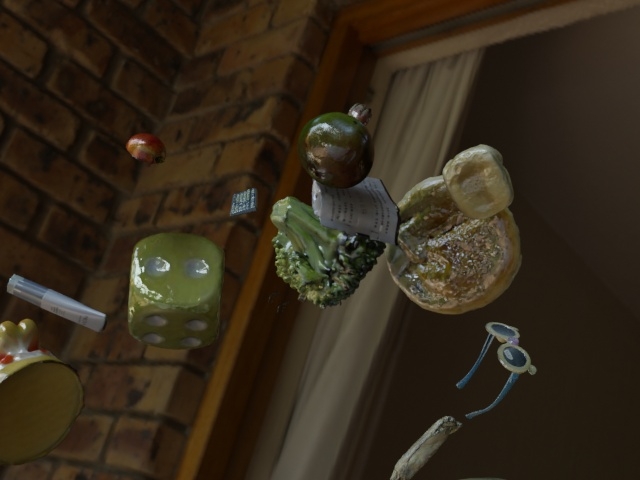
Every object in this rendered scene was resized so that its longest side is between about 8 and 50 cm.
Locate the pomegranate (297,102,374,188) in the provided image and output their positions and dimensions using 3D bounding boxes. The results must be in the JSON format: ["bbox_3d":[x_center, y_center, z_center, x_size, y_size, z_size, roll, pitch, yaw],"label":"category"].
[{"bbox_3d":[0.049,-0.221,1.960,0.180,0.209,0.180,29,-24,15],"label":"pomegranate"}]

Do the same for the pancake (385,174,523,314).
[{"bbox_3d":[0.332,0.012,2.269,0.387,0.386,0.082,2,5,32],"label":"pancake"}]

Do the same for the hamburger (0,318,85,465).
[{"bbox_3d":[-0.705,0.345,2.014,0.261,0.302,0.186,-14,32,-43],"label":"hamburger"}]

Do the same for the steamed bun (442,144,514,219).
[{"bbox_3d":[0.377,-0.155,2.068,0.141,0.155,0.172,-22,-71,22],"label":"steamed bun"}]

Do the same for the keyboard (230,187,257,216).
[{"bbox_3d":[-0.157,-0.080,1.802,0.055,0.014,0.176,-16,16,1],"label":"keyboard"}]

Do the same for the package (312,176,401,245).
[{"bbox_3d":[0.080,-0.097,2.049,0.204,0.250,0.062,14,-53,-20],"label":"package"}]

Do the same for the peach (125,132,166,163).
[{"bbox_3d":[-0.403,-0.220,2.038,0.098,0.061,0.098,25,20,-10],"label":"peach"}]

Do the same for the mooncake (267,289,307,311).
[{"bbox_3d":[-0.091,0.190,2.827,0.057,0.150,0.347,15,-12,14],"label":"mooncake"}]

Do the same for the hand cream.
[{"bbox_3d":[-0.642,0.155,2.139,0.255,0.048,0.079,25,-36,-4],"label":"hand cream"}]

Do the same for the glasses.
[{"bbox_3d":[0.390,0.307,2.076,0.088,0.189,0.220,32,-67,-22],"label":"glasses"}]

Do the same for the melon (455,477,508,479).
[{"bbox_3d":[0.229,0.520,1.391,0.330,0.268,0.268,-28,-42,18],"label":"melon"}]

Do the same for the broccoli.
[{"bbox_3d":[-0.001,-0.007,2.238,0.281,0.293,0.348,40,-5,-30],"label":"broccoli"}]

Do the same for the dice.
[{"bbox_3d":[-0.368,0.134,2.227,0.233,0.226,0.238,4,-34,-7],"label":"dice"}]

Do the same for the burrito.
[{"bbox_3d":[0.255,0.520,2.163,0.058,0.229,0.063,46,5,3],"label":"burrito"}]
